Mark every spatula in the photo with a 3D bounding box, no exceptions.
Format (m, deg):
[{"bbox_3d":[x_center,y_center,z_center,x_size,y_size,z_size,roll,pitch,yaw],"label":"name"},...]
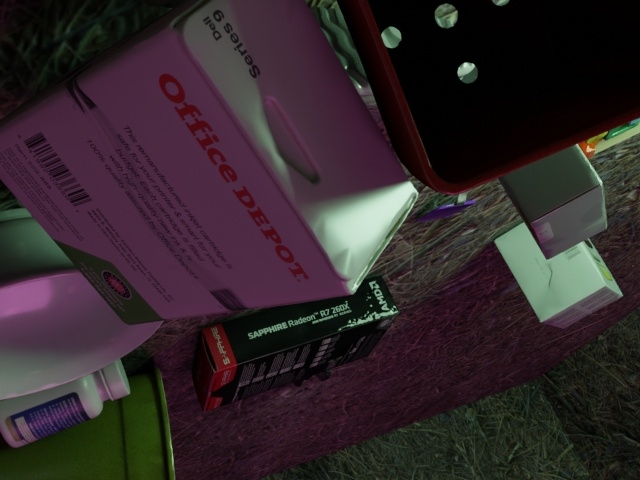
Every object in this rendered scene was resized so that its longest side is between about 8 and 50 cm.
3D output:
[{"bbox_3d":[0.237,-0.099,1.226,0.084,0.030,0.296,-11,153,-25],"label":"spatula"}]

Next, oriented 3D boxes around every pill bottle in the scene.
[{"bbox_3d":[-0.396,0.231,1.198,0.187,0.112,0.112,-20,156,-11],"label":"pill bottle"}]

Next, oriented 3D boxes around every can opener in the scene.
[{"bbox_3d":[-0.032,0.304,1.787,0.059,0.073,0.186,-23,167,-25],"label":"can opener"}]

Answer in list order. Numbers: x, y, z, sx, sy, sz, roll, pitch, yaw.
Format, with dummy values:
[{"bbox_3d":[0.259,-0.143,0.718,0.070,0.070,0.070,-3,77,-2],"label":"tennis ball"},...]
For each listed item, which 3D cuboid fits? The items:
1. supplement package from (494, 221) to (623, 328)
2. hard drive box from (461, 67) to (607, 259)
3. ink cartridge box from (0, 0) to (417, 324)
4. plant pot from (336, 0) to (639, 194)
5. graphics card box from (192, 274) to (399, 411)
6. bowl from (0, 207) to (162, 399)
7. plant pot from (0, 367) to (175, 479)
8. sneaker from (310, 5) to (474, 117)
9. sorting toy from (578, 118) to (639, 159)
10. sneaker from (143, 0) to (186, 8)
[{"bbox_3d":[0.492,0.059,1.607,0.149,0.194,0.203,-34,156,21],"label":"supplement package"},{"bbox_3d":[0.250,-0.113,0.956,0.089,0.232,0.181,-30,156,11],"label":"hard drive box"},{"bbox_3d":[-0.102,-0.056,0.605,0.289,0.211,0.121,-11,-149,44],"label":"ink cartridge box"},{"bbox_3d":[0.131,-0.202,0.605,0.268,0.267,0.236,-23,-175,-5],"label":"plant pot"},{"bbox_3d":[-0.054,0.198,1.491,0.371,0.094,0.232,-15,154,-21],"label":"graphics card box"},{"bbox_3d":[-0.329,0.057,0.866,0.298,0.134,0.298,-21,157,-9],"label":"bowl"},{"bbox_3d":[-0.437,0.419,1.321,0.353,0.366,0.366,-5,152,-16],"label":"plant pot"},{"bbox_3d":[0.038,-0.161,0.803,0.281,0.105,0.115,-8,151,-36],"label":"sneaker"},{"bbox_3d":[0.458,-0.182,1.250,0.348,0.047,0.196,-25,157,1],"label":"sorting toy"},{"bbox_3d":[-0.067,-0.260,0.531,0.086,0.085,0.237,-27,163,-41],"label":"sneaker"}]
